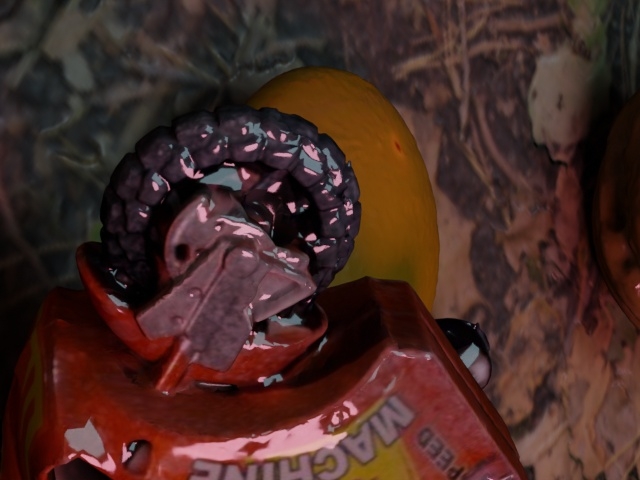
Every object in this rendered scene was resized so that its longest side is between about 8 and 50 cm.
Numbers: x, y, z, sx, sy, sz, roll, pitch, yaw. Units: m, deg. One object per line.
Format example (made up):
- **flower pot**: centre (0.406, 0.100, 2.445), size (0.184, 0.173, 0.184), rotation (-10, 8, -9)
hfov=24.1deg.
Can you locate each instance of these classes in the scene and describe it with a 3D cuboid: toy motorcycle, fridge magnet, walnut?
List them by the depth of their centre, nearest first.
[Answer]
- **toy motorcycle**: centre (-0.010, 0.084, 0.538), size (0.298, 0.171, 0.089), rotation (56, 4, -33)
- **fridge magnet**: centre (0.000, 0.000, 0.616), size (0.143, 0.063, 0.143), rotation (4, 85, -50)
- **walnut**: centre (0.226, -0.014, 0.815), size (0.155, 0.155, 0.184), rotation (28, 68, -44)
